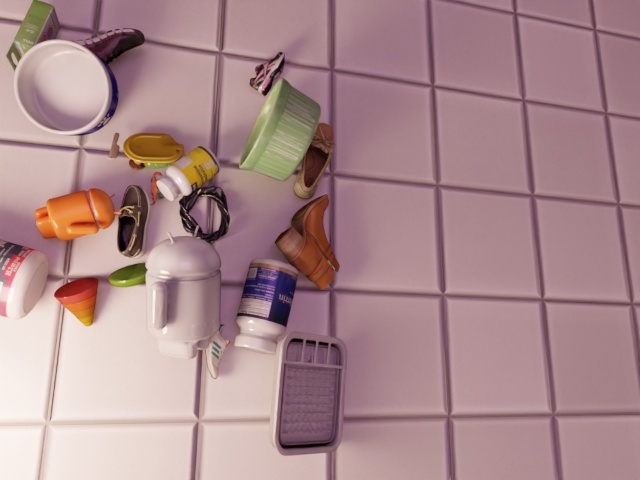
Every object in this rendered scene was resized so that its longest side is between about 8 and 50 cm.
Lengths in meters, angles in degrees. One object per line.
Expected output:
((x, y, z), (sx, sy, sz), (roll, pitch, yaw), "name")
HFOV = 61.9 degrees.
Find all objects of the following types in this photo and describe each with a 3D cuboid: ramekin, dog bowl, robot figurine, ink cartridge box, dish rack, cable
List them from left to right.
((-0.863, -0.604, 1.612), (0.062, 0.109, 0.209), (17, 72, -10), "ink cartridge box")
((-0.737, -0.441, 1.561), (0.264, 0.104, 0.265), (0, 98, -4), "dog bowl")
((-0.687, -0.074, 1.521), (0.219, 0.158, 0.128), (-19, 99, -19), "robot figurine")
((-0.373, 0.140, 1.462), (0.199, 0.300, 0.354), (5, 103, 11), "robot figurine")
((-0.360, -0.080, 1.659), (0.150, 0.047, 0.185), (-6, 79, -17), "cable")
((-0.123, -0.333, 1.662), (0.148, 0.303, 0.303), (25, 71, -17), "ramekin")
((-0.042, 0.443, 1.558), (0.285, 0.072, 0.333), (19, 68, -46), "dish rack")

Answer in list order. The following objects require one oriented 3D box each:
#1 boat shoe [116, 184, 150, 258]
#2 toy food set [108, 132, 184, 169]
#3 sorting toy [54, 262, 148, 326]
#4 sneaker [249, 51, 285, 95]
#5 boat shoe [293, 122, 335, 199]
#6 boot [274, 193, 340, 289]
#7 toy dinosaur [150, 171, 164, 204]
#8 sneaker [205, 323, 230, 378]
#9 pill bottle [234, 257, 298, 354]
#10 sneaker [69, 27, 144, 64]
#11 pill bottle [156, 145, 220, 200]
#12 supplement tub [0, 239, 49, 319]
((-0.557, -0.062, 1.574), (0.081, 0.068, 0.228), (-8, 77, 15), "boat shoe")
((-0.535, -0.267, 1.651), (0.217, 0.071, 0.128), (-1, 53, -18), "toy food set")
((-0.556, 0.150, 1.536), (0.365, 0.127, 0.126), (-17, 111, -22), "sorting toy")
((-0.183, -0.584, 1.824), (0.077, 0.072, 0.178), (27, 65, 3), "sneaker")
((-0.011, -0.275, 1.783), (0.104, 0.089, 0.285), (17, 72, -11), "boat shoe")
((0.000, 0.000, 1.713), (0.220, 0.109, 0.283), (47, 45, -15), "boot")
((-0.498, -0.165, 1.628), (0.047, 0.090, 0.082), (-4, 122, -7), "toy dinosaur")
((-0.301, 0.323, 1.570), (0.075, 0.057, 0.161), (-8, 76, -12), "sneaker")
((-0.165, 0.198, 1.590), (0.153, 0.153, 0.265), (16, 74, -12), "pill bottle")
((-0.672, -0.550, 1.669), (0.281, 0.106, 0.163), (-19, 89, -10), "sneaker")
((-0.406, -0.203, 1.638), (0.103, 0.103, 0.184), (47, 64, -1), "pill bottle")
((-0.882, 0.084, 1.394), (0.272, 0.191, 0.191), (18, 72, -11), "supplement tub")
